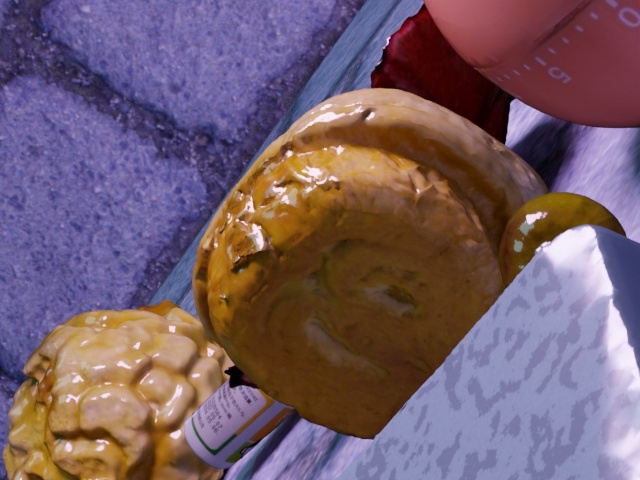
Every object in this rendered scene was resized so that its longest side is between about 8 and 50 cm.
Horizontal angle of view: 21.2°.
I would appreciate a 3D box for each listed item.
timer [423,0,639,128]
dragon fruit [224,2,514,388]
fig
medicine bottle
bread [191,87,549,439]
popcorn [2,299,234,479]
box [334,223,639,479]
[{"bbox_3d":[0.173,-0.184,1.015,0.229,0.215,0.229,-52,16,22],"label":"timer"},{"bbox_3d":[0.081,-0.041,1.286,0.282,0.100,0.343,-41,-21,-50],"label":"dragon fruit"},{"bbox_3d":[0.138,0.010,0.961,0.074,0.074,0.088,-55,-13,10],"label":"fig"},{"bbox_3d":[-0.025,0.113,1.525,0.221,0.061,0.092,-44,-3,24],"label":"medicine bottle"},{"bbox_3d":[0.028,0.017,1.098,0.236,0.198,0.120,-51,15,27],"label":"bread"},{"bbox_3d":[-0.212,0.212,1.701,0.265,0.225,0.332,-36,33,53],"label":"popcorn"},{"bbox_3d":[0.094,0.114,0.597,0.227,0.130,0.162,-52,24,28],"label":"box"}]
